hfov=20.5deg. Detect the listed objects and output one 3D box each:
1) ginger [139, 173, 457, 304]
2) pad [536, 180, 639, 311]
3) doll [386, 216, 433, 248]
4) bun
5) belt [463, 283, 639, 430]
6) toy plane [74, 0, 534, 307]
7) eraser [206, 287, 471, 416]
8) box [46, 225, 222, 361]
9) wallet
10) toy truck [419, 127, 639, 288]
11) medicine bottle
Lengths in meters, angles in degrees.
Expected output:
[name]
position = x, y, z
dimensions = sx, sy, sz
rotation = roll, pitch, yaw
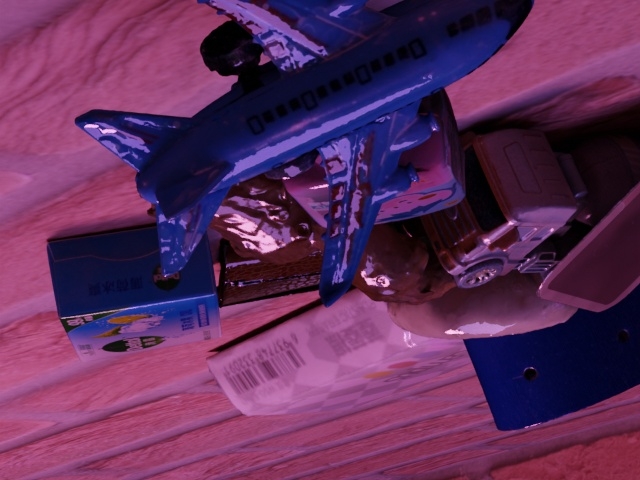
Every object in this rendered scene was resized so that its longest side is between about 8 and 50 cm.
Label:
[ginger]
position = -0.002, 0.000, 1.422
dimensions = 0.290, 0.084, 0.122
rotation = 21, 141, -29
[pad]
position = 0.300, -0.037, 1.477
dimensions = 0.266, 0.002, 0.176
rotation = -47, 152, 17
[doll]
position = 0.058, 0.001, 1.564
dimensions = 0.078, 0.077, 0.113
rotation = -11, 169, -35
[bun]
position = 0.146, 0.028, 1.604
dimensions = 0.183, 0.102, 0.183
rotation = -7, -173, 1
[belt]
position = 0.296, 0.085, 1.790
dimensions = 0.347, 0.117, 0.212
rotation = -22, 179, -36
[toy plane]
position = 0.001, -0.088, 1.048
dimensions = 0.271, 0.254, 0.105
rotation = -31, -148, -6
[eraser]
position = 0.066, 0.115, 1.998
dimensions = 0.213, 0.082, 0.397
rotation = -1, 163, -36
[box]
position = -0.164, 0.048, 1.596
dimensions = 0.139, 0.073, 0.194
rotation = -10, 166, -4
[wallet]
position = 0.022, 0.019, 1.684
dimensions = 0.243, 0.039, 0.133
rotation = -10, 162, -12
[toy truck]
position = 0.206, -0.038, 1.479
dimensions = 0.256, 0.108, 0.140
rotation = 1, 149, -44
[medicine bottle]
position = 0.030, -0.075, 1.210
dimensions = 0.119, 0.094, 0.188
rotation = -11, 166, 10
